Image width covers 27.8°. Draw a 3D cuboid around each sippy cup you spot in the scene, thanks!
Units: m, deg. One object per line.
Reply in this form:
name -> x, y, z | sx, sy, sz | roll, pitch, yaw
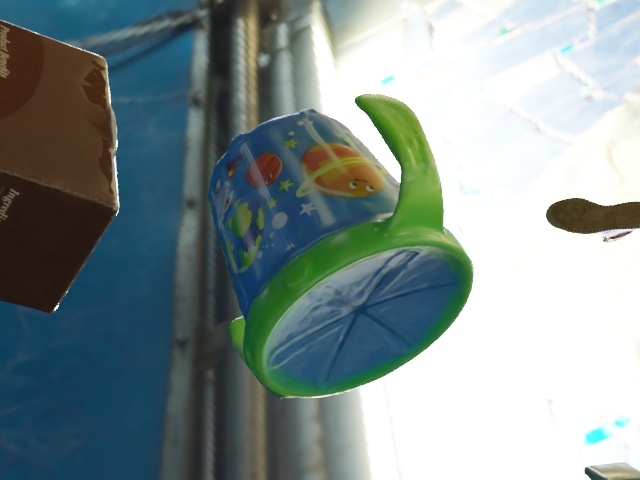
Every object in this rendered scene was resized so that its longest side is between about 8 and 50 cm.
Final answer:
sippy cup -> 0.000, 0.000, 1.285 | 0.240, 0.305, 0.224 | 41, -165, -54

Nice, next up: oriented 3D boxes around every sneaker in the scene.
sneaker -> 0.300, -0.021, 1.423 | 0.067, 0.118, 0.042 | 122, 149, -78

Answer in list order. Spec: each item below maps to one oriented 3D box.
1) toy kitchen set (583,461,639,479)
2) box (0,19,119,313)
toy kitchen set -> 0.358, 0.291, 1.190 | 0.122, 0.207, 0.166 | -140, 49, -73
box -> -0.351, -0.097, 0.959 | 0.381, 0.143, 0.191 | 17, -142, -26
